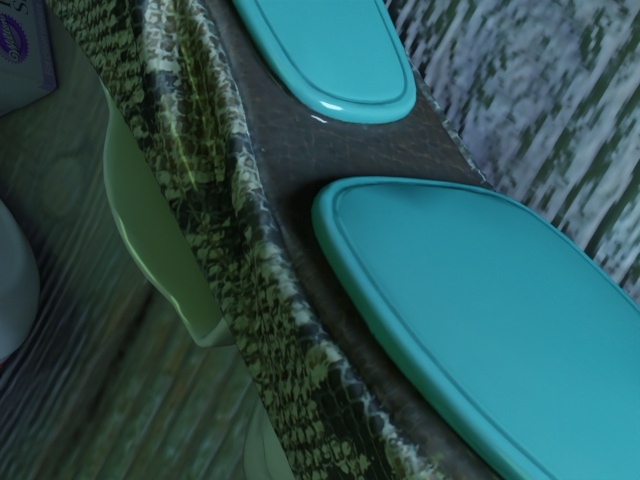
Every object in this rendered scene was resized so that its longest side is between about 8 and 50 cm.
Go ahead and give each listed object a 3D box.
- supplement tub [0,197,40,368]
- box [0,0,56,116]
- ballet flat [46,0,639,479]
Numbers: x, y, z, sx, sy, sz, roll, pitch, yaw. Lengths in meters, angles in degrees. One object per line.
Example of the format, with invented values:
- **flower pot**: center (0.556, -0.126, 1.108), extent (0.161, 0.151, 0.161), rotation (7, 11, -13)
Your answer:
- **supplement tub**: center (-0.294, 0.072, 0.761), extent (0.272, 0.191, 0.191), rotation (-49, 60, 19)
- **box**: center (-0.215, -0.229, 0.824), extent (0.063, 0.067, 0.324), rotation (-21, 72, 30)
- **ballet flat**: center (0.000, 0.000, 0.608), extent (0.182, 0.164, 0.483), rotation (-56, 50, 34)
